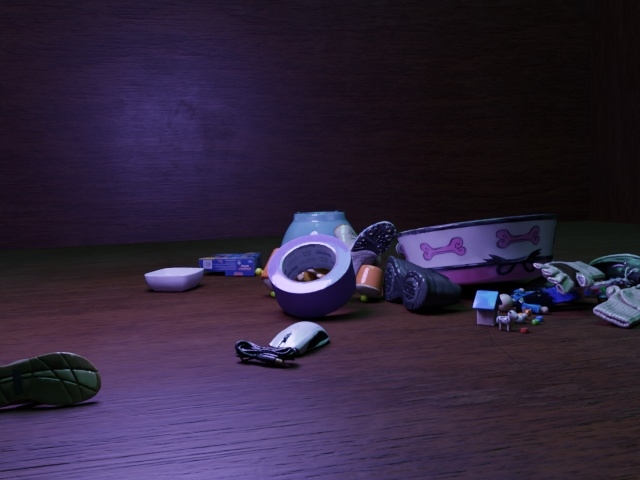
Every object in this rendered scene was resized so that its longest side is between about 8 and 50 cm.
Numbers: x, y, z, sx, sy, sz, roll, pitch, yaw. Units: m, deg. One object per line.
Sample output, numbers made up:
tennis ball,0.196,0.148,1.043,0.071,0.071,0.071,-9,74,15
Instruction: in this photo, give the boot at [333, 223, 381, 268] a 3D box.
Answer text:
boot,0.124,0.064,1.893,0.077,0.213,0.165,-35,33,18

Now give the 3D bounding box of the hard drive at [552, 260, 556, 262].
hard drive,0.599,0.069,1.957,0.210,0.040,0.319,-1,5,2

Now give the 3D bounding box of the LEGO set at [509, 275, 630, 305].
LEGO set,0.607,0.124,1.459,0.182,0.060,0.244,-18,11,-27

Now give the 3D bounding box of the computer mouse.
computer mouse,-0.052,0.171,1.058,0.105,0.042,0.193,0,6,30

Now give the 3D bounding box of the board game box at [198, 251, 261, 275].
board game box,-0.280,0.078,2.064,0.194,0.060,0.194,-1,4,15

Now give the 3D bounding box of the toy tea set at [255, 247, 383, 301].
toy tea set,-0.004,0.109,1.552,0.335,0.124,0.200,-1,-25,44

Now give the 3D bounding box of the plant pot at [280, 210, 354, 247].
plant pot,0.000,0.000,2.074,0.292,0.197,0.293,-1,5,0

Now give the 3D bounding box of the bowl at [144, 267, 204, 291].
bowl,-0.418,0.114,1.754,0.142,0.053,0.142,0,5,14

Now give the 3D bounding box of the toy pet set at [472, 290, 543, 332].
toy pet set,0.368,0.133,1.204,0.114,0.065,0.122,2,6,32

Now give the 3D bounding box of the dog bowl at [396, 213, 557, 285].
dog bowl,0.408,0.031,1.586,0.407,0.151,0.408,-7,-3,0

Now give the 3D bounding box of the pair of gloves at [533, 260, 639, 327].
pair of gloves,0.586,0.098,1.269,0.204,0.042,0.240,-4,27,-35

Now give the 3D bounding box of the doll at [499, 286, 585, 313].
doll,0.472,0.126,1.337,0.188,0.046,0.129,-10,16,-10

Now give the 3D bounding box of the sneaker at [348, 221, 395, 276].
sneaker,0.117,0.033,1.664,0.085,0.237,0.086,40,24,-2

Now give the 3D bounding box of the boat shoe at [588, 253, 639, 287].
boat shoe,0.789,0.081,1.530,0.233,0.084,0.079,6,8,36

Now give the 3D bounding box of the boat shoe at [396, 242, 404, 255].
boat shoe,0.387,0.030,2.280,0.205,0.075,0.065,3,2,3

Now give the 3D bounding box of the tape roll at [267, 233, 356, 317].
tape roll,-0.018,0.076,1.363,0.188,0.080,0.189,-8,40,7

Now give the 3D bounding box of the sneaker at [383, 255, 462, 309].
sneaker,0.233,0.108,1.445,0.130,0.109,0.286,7,10,-15

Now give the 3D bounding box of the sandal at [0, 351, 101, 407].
sandal,-0.393,0.196,0.838,0.180,0.072,0.049,-7,-16,-8
